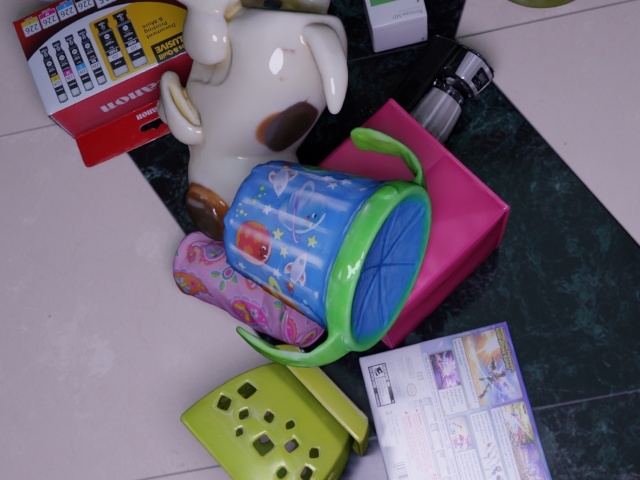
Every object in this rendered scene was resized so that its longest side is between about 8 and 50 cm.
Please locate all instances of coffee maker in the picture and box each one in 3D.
[{"bbox_3d":[0.181,-0.257,1.605,0.171,0.120,0.178,33,82,15],"label":"coffee maker"}]

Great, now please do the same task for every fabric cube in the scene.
[{"bbox_3d":[0.111,-0.017,1.481,0.258,0.254,0.259,-44,75,-4],"label":"fabric cube"}]

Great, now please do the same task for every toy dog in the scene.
[{"bbox_3d":[-0.095,-0.196,1.529,0.395,0.284,0.408,30,120,33],"label":"toy dog"}]

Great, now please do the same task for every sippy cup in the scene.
[{"bbox_3d":[0.000,0.000,1.259,0.224,0.240,0.305,23,37,24],"label":"sippy cup"}]

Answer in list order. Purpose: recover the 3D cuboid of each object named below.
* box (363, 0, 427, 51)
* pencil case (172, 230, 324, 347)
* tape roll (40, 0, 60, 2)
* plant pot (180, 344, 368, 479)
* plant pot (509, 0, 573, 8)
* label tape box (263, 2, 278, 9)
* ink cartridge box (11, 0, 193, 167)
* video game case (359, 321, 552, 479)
[{"bbox_3d":[0.132,-0.400,1.658,0.101,0.102,0.087,-13,76,3],"label":"box"},{"bbox_3d":[-0.110,0.075,1.515,0.284,0.124,0.124,21,78,36],"label":"pencil case"},{"bbox_3d":[-0.457,-0.625,1.763,0.392,0.072,0.392,-9,64,18],"label":"tape roll"},{"bbox_3d":[-0.052,0.298,1.443,0.207,0.228,0.227,-42,73,-10],"label":"plant pot"},{"bbox_3d":[0.379,-0.566,1.536,0.366,0.353,0.367,-2,75,8],"label":"plant pot"},{"bbox_3d":[-0.156,-0.564,1.640,0.240,0.106,0.334,30,122,15],"label":"label tape box"},{"bbox_3d":[-0.351,-0.321,1.691,0.309,0.130,0.272,-25,75,1],"label":"ink cartridge box"},{"bbox_3d":[0.211,0.289,1.487,0.244,0.061,0.270,-15,74,5],"label":"video game case"}]
